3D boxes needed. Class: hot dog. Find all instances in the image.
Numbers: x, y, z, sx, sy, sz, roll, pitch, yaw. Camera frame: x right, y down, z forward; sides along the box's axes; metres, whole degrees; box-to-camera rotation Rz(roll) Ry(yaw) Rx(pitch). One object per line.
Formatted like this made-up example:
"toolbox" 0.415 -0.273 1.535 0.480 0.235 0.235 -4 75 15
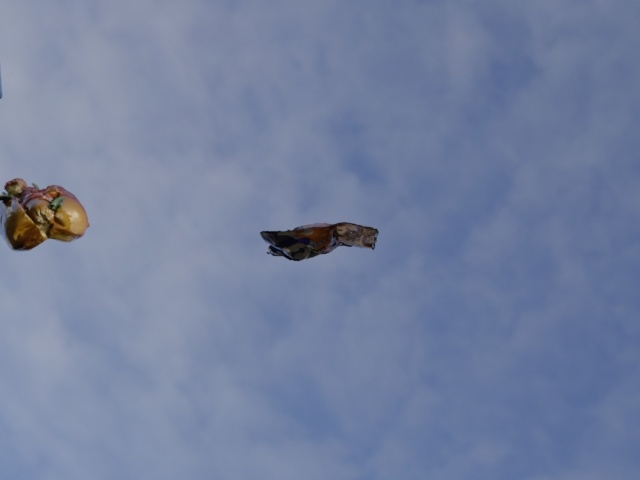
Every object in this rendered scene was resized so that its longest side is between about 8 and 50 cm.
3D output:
"hot dog" -0.329 -0.036 1.258 0.250 0.104 0.076 -154 -124 -71

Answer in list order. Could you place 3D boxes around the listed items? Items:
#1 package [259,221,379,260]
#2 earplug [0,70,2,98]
"package" 0.000 -0.001 1.040 0.111 0.033 0.077 -5 -32 2
"earplug" -0.283 -0.233 0.732 0.132 0.132 0.272 0 -90 31
